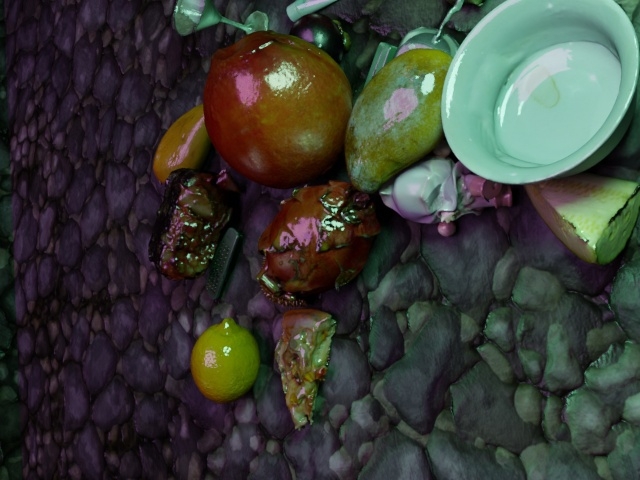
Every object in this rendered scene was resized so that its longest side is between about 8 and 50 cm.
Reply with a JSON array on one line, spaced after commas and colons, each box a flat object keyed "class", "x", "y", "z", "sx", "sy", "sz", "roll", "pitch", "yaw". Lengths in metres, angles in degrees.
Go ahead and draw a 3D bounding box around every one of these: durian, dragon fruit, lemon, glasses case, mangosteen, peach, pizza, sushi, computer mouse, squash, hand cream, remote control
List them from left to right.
[{"class": "sushi", "x": -0.349, "y": -0.054, "z": 1.959, "sx": 0.181, "sy": 0.196, "sz": 0.344, "roll": 26, "pitch": 99, "yaw": 45}, {"class": "remote control", "x": -0.274, "y": 0.067, "z": 1.980, "sx": 0.072, "sy": 0.042, "sz": 0.222, "roll": 42, "pitch": 117, "yaw": 41}, {"class": "lemon", "x": -0.248, "y": 0.319, "z": 1.829, "sx": 0.186, "sy": 0.186, "sz": 0.244, "roll": 19, "pitch": 105, "yaw": 45}, {"class": "durian", "x": -0.112, "y": 0.083, "z": 1.742, "sx": 0.102, "sy": 0.146, "sz": 0.208, "roll": -28, "pitch": 48, "yaw": -4}, {"class": "peach", "x": -0.098, "y": -0.302, "z": 1.595, "sx": 0.372, "sy": 0.290, "sz": 0.373, "roll": 25, "pitch": 141, "yaw": 22}, {"class": "pizza", "x": -0.051, "y": 0.309, "z": 1.709, "sx": 0.189, "sy": 0.071, "sz": 0.297, "roll": 13, "pitch": 96, "yaw": 45}, {"class": "hand cream", "x": -0.007, "y": -0.616, "z": 1.771, "sx": 0.174, "sy": 0.047, "sz": 0.076, "roll": -19, "pitch": 72, "yaw": 34}, {"class": "dragon fruit", "x": -0.002, "y": 0.003, "z": 1.579, "sx": 0.250, "sy": 0.250, "sz": 0.315, "roll": 32, "pitch": 102, "yaw": 42}, {"class": "mangosteen", "x": -0.001, "y": -0.481, "z": 1.692, "sx": 0.152, "sy": 0.152, "sz": 0.153, "roll": -5, "pitch": 83, "yaw": 45}, {"class": "glasses case", "x": 0.138, "y": -0.345, "z": 1.566, "sx": 0.039, "sy": 0.077, "sz": 0.184, "roll": 33, "pitch": 110, "yaw": 42}, {"class": "computer mouse", "x": 0.215, "y": -0.331, "z": 1.472, "sx": 0.167, "sy": 0.090, "sz": 0.379, "roll": 36, "pitch": 113, "yaw": 20}, {"class": "squash", "x": 0.414, "y": -0.045, "z": 1.236, "sx": 0.252, "sy": 0.093, "sz": 0.169, "roll": 20, "pitch": 56, "yaw": 44}]

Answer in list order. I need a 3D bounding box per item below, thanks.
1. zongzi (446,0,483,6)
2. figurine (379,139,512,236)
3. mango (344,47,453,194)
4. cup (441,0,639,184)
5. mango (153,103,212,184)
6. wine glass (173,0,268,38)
[{"class": "zongzi", "x": 0.313, "y": -0.549, "z": 1.443, "sx": 0.130, "sy": 0.062, "sz": 0.154, "roll": -55, "pitch": 32, "yaw": 0}, {"class": "figurine", "x": 0.248, "y": -0.100, "z": 1.394, "sx": 0.275, "sy": 0.133, "sz": 0.200, "roll": 5, "pitch": 107, "yaw": 47}, {"class": "mango", "x": 0.155, "y": -0.236, "z": 1.382, "sx": 0.193, "sy": 0.146, "sz": 0.316, "roll": 45, "pitch": 112, "yaw": 25}, {"class": "cup", "x": 0.400, "y": -0.248, "z": 1.216, "sx": 0.347, "sy": 0.163, "sz": 0.348, "roll": -12, "pitch": 72, "yaw": 40}, {"class": "mango", "x": -0.404, "y": -0.282, "z": 2.091, "sx": 0.317, "sy": 0.119, "sz": 0.177, "roll": -53, "pitch": 44, "yaw": 22}, {"class": "wine glass", "x": -0.264, "y": -0.598, "z": 1.892, "sx": 0.156, "sy": 0.232, "sz": 0.156, "roll": -7, "pitch": 80, "yaw": 46}]
